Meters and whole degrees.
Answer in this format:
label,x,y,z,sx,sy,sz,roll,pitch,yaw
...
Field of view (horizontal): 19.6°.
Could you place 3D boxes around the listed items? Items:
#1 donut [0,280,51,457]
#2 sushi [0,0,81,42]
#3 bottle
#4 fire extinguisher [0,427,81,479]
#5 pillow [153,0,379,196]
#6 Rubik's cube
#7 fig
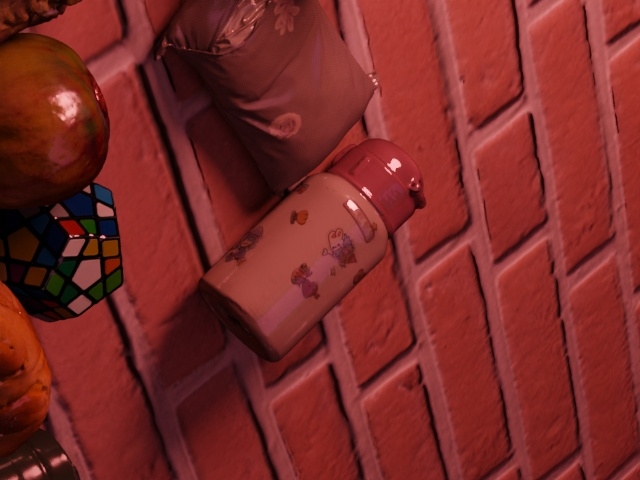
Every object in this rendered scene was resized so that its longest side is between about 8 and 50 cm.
label,x,y,z,sx,sy,sz,roll,pitch,yaw
donut,-0.327,0.107,1.456,0.227,0.114,0.226,-12,134,-12
sushi,-0.244,-0.206,1.375,0.241,0.107,0.161,14,109,-49
bottle,0.000,0.000,1.750,0.233,0.110,0.110,-45,139,-13
fire extinguisher,-0.361,0.262,1.588,0.311,0.114,0.095,-23,86,-34
pillow,-0.034,-0.156,1.649,0.169,0.059,0.255,-50,139,-11
Rubik's cube,-0.223,0.003,1.530,0.133,0.133,0.112,-9,149,-41
fig,-0.281,-0.063,1.431,0.245,0.149,0.149,-25,135,-2
